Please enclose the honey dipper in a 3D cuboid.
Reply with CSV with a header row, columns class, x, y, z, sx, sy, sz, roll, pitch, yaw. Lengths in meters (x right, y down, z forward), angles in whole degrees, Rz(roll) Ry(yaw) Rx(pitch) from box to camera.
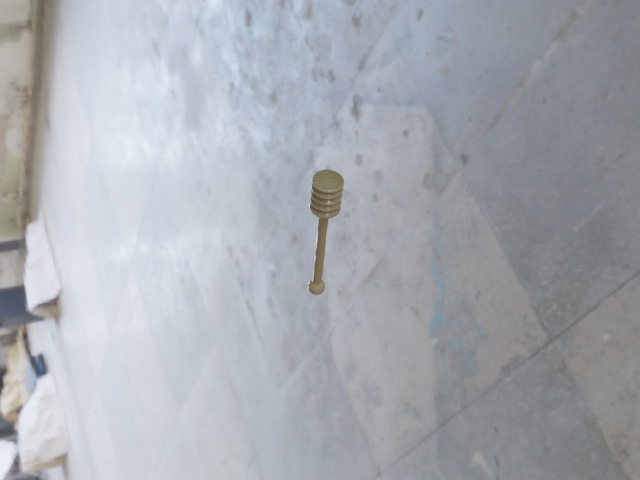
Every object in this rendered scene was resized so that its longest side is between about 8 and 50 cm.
class,x,y,z,sx,sy,sz,roll,pitch,yaw
honey dipper,0.000,0.000,0.803,0.030,0.031,0.160,57,153,37
